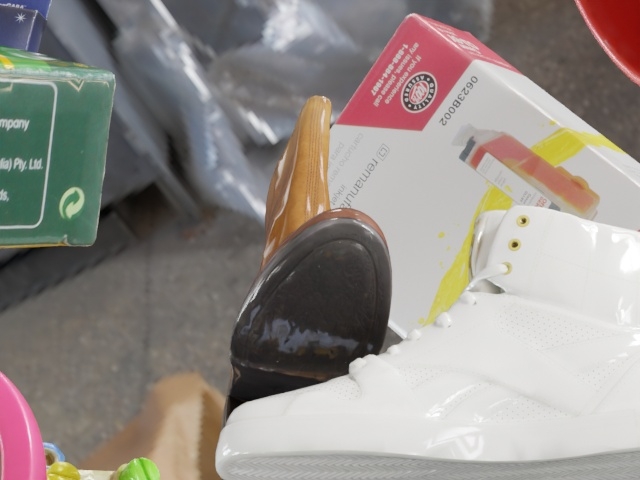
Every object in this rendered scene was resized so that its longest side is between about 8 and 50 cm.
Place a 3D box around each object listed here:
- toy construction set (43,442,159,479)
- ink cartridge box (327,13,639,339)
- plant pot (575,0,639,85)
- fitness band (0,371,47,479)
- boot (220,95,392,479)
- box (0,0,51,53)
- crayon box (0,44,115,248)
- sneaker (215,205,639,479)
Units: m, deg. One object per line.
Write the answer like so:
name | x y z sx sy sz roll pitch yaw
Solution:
toy construction set | -0.096 0.277 1.422 0.328 0.151 0.215 7 48 -16
ink cartridge box | 0.184 -0.010 1.779 0.385 0.160 0.279 40 104 23
plant pot | 0.365 -0.286 1.457 0.243 0.275 0.275 -23 32 -16
fitness band | -0.330 0.170 1.189 0.291 0.054 0.209 -1 70 9
boot | 0.000 0.000 1.206 0.096 0.264 0.280 9 45 -1
box | -0.331 -0.143 1.557 0.136 0.036 0.225 9 79 11
crayon box | -0.278 -0.065 0.761 0.323 0.203 0.083 14 100 37
sneaker | 0.080 0.066 1.040 0.293 0.108 0.169 -3 65 -3
